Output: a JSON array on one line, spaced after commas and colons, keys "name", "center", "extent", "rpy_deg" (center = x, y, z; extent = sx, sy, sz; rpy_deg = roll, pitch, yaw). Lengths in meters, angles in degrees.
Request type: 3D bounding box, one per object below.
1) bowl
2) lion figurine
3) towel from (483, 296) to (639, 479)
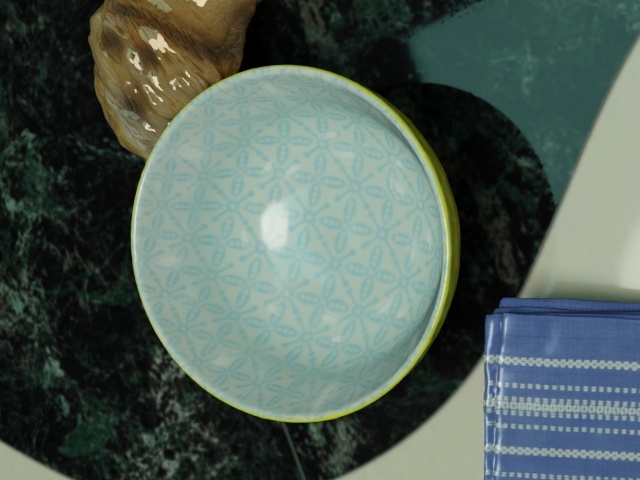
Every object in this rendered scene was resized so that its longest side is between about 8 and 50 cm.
[{"name": "bowl", "center": [0.000, 0.000, 1.207], "extent": [0.289, 0.156, 0.290], "rpy_deg": [1, 93, 24]}, {"name": "lion figurine", "center": [-0.072, -0.255, 1.237], "extent": [0.392, 0.142, 0.240], "rpy_deg": [-41, 84, 17]}, {"name": "towel", "center": [0.248, 0.215, 1.141], "extent": [0.243, 0.040, 0.336], "rpy_deg": [1, 95, 2]}]
